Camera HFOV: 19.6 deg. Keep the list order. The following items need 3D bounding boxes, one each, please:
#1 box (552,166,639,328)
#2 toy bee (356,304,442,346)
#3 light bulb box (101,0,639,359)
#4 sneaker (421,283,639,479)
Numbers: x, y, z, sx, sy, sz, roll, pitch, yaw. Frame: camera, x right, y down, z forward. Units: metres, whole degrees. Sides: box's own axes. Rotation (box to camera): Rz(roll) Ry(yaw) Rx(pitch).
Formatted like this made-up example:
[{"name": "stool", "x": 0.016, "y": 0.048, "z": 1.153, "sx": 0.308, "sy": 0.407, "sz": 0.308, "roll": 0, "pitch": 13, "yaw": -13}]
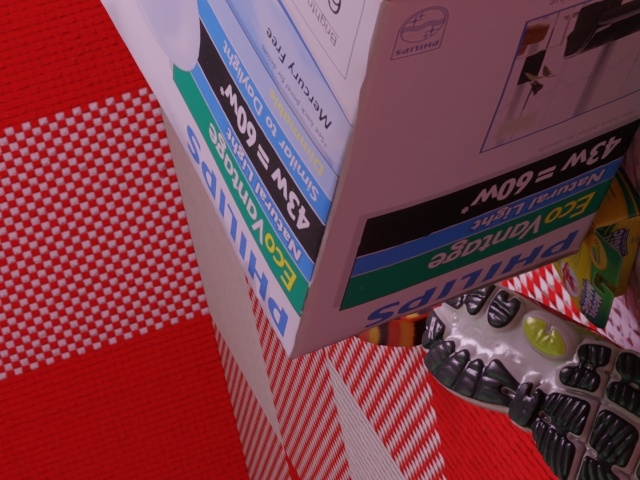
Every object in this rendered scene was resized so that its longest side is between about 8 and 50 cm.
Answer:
[{"name": "box", "x": 0.172, "y": -0.036, "z": 1.275, "sx": 0.105, "sy": 0.043, "sz": 0.179, "roll": 90, "pitch": 161, "yaw": -57}, {"name": "toy bee", "x": 0.000, "y": 0.000, "z": 1.879, "sx": 0.298, "sy": 0.162, "sz": 0.195, "roll": -123, "pitch": 17, "yaw": -54}, {"name": "light bulb box", "x": 0.024, "y": -0.185, "z": 1.110, "sx": 0.358, "sy": 0.225, "sz": 0.361, "roll": 61, "pitch": 158, "yaw": 26}, {"name": "sneaker", "x": 0.196, "y": 0.108, "z": 1.267, "sx": 0.279, "sy": 0.118, "sz": 0.107, "roll": 40, "pitch": 109, "yaw": 40}]
